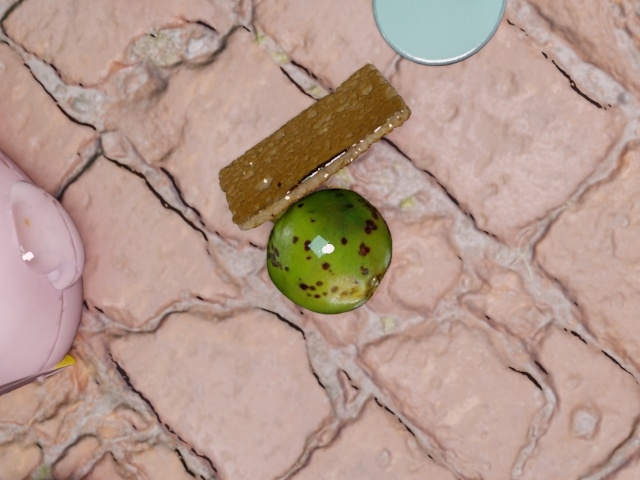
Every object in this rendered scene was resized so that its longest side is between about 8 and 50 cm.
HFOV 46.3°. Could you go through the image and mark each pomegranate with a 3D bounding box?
[{"bbox_3d":[-0.001,0.002,0.841,0.169,0.122,0.143,44,99,4],"label":"pomegranate"}]

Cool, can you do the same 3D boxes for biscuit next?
[{"bbox_3d":[-0.012,-0.105,0.850,0.231,0.131,0.025,-34,128,8],"label":"biscuit"}]

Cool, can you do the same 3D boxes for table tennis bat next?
[{"bbox_3d":[0.147,-0.323,0.857,0.153,0.040,0.244,15,97,7],"label":"table tennis bat"}]

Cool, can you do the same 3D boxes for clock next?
[{"bbox_3d":[-0.466,0.018,0.844,0.368,0.250,0.377,-24,88,10],"label":"clock"}]
